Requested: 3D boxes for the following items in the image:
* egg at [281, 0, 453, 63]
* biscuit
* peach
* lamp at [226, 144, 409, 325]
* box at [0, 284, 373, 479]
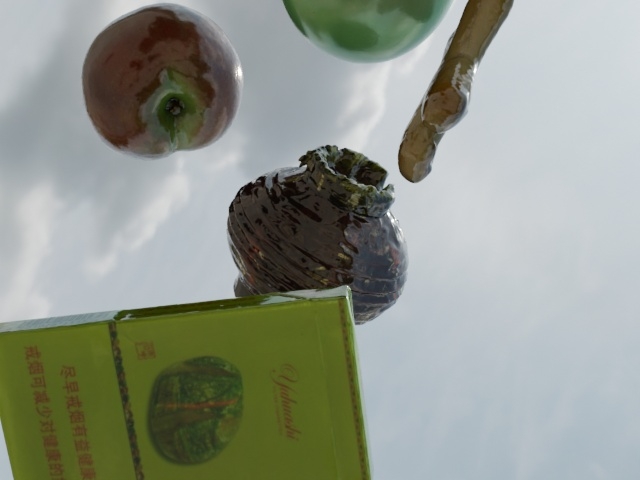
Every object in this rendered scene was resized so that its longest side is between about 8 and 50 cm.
[{"bbox_3d":[0.058,-0.334,1.138,0.269,0.220,0.220,102,-26,-48],"label":"egg"},{"bbox_3d":[0.143,-0.176,1.029,0.208,0.047,0.164,-65,-178,-28],"label":"biscuit"},{"bbox_3d":[-0.246,-0.248,1.504,0.252,0.252,0.252,-20,-119,43],"label":"peach"},{"bbox_3d":[0.000,0.000,1.206,0.247,0.247,0.247,-20,-119,43],"label":"lamp"},{"bbox_3d":[-0.127,0.151,0.896,0.335,0.047,0.187,-6,-78,7],"label":"box"}]
